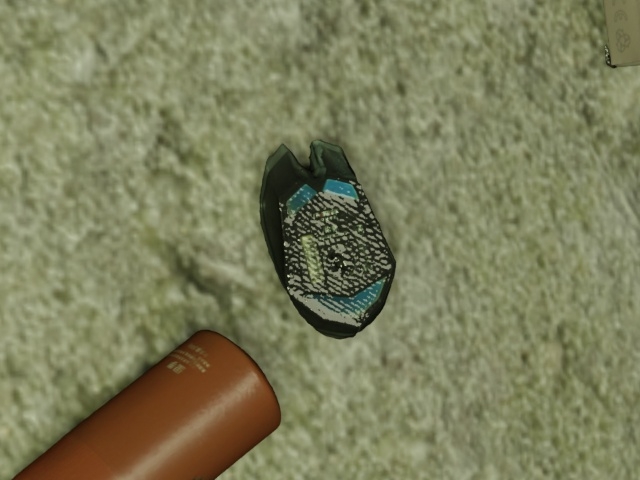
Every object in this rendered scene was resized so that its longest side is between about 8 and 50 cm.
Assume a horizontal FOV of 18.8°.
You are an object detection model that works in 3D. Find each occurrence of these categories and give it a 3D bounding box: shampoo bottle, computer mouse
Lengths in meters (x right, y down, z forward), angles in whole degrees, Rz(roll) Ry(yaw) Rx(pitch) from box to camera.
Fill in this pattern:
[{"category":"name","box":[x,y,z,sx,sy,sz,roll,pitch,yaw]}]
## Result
[{"category":"shampoo bottle","box":[-0.136,0.154,1.179,0.244,0.085,0.085,-39,109,-21]},{"category":"computer mouse","box":[0.000,0.000,1.274,0.079,0.047,0.135,-14,86,-23]}]

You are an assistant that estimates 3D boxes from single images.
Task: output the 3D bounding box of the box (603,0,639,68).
[{"category":"box","box":[0.321,-0.243,1.425,0.251,0.106,0.203,-10,94,-31]}]
